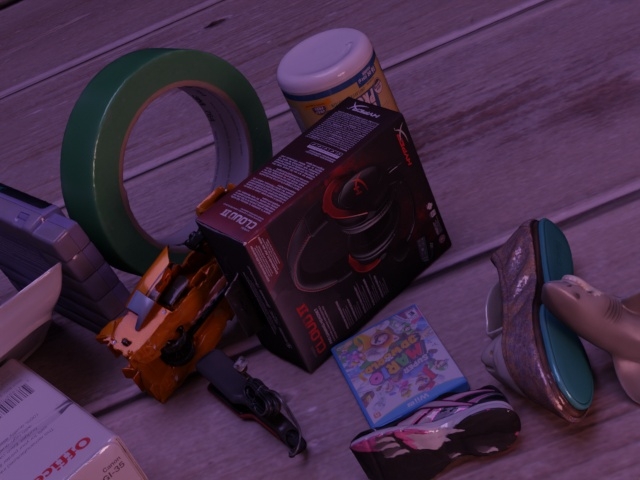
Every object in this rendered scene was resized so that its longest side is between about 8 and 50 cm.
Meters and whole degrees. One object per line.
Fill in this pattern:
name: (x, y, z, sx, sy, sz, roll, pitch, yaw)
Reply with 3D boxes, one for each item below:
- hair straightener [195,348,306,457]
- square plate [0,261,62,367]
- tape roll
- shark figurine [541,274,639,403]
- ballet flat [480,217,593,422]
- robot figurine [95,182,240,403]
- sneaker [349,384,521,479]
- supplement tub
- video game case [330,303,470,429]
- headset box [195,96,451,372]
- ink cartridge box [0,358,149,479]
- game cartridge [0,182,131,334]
hair straightener: (-0.085, 0.182, 1.375, 0.047, 0.089, 0.230, -33, 34, -14)
square plate: (-0.472, 0.185, 1.534, 0.347, 0.049, 0.344, -42, 1, -22)
tape roll: (-0.205, -0.104, 1.638, 0.077, 0.321, 0.321, 11, 48, 42)
shark figurine: (0.358, 0.111, 1.198, 0.278, 0.166, 0.116, 7, 71, 9)
ballet flat: (0.229, 0.099, 1.289, 0.106, 0.107, 0.316, -34, 23, 26)
robot figurine: (-0.153, 0.052, 1.498, 0.085, 0.211, 0.291, 26, 67, 23)
sneaker: (0.120, 0.201, 1.247, 0.178, 0.072, 0.077, -13, 23, 5)
supplement tub: (0.036, -0.188, 1.699, 0.144, 0.200, 0.144, -18, 34, 13)
video game case: (0.089, 0.148, 1.373, 0.119, 0.015, 0.166, -27, 33, -2)
headset box: (0.000, 0.000, 1.450, 0.293, 0.218, 0.110, -40, 37, -22)
ink cartridge box: (-0.356, 0.284, 1.392, 0.207, 0.117, 0.283, -41, 35, -22)
game cartridge: (-0.389, 0.023, 1.670, 0.068, 0.230, 0.355, -43, 37, -24)
